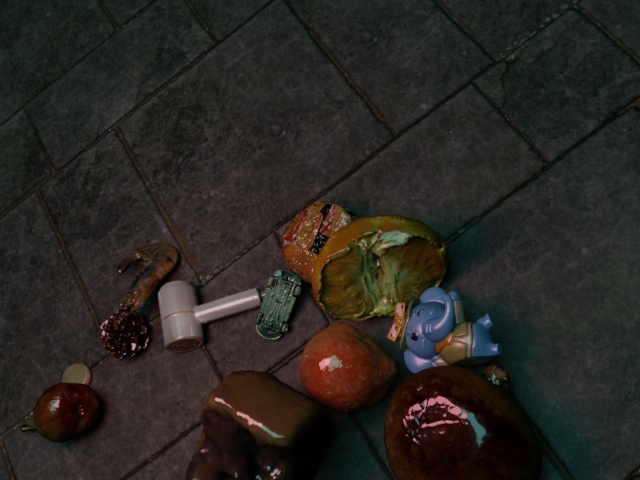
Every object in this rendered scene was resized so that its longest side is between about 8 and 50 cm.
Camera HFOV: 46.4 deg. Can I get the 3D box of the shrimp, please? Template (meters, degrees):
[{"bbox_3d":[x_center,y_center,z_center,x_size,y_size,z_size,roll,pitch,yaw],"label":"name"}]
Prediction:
[{"bbox_3d":[-0.516,0.108,2.075,0.169,0.058,0.296,9,46,29],"label":"shrimp"}]

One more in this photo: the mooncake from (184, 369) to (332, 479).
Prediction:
[{"bbox_3d":[-0.162,0.496,1.652,0.246,0.393,0.394,28,71,26],"label":"mooncake"}]

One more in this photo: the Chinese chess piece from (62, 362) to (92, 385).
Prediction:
[{"bbox_3d":[-0.684,0.388,2.103,0.084,0.034,0.084,-7,67,17],"label":"Chinese chess piece"}]

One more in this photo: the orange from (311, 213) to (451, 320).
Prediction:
[{"bbox_3d":[0.140,0.051,1.771,0.334,0.263,0.196,-13,56,10],"label":"orange"}]

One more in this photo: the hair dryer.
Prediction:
[{"bbox_3d":[-0.256,0.168,1.995,0.357,0.107,0.173,-16,66,6],"label":"hair dryer"}]

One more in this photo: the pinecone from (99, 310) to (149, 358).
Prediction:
[{"bbox_3d":[-0.538,0.255,2.046,0.140,0.121,0.140,-4,73,12],"label":"pinecone"}]

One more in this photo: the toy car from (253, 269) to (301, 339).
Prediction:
[{"bbox_3d":[-0.112,0.164,1.926,0.093,0.058,0.186,19,101,-3],"label":"toy car"}]

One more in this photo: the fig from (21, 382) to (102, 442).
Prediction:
[{"bbox_3d":[-0.723,0.482,2.028,0.274,0.170,0.146,-28,66,31],"label":"fig"}]

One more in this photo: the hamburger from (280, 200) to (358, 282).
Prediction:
[{"bbox_3d":[0.000,0.000,1.940,0.230,0.107,0.231,-5,77,20],"label":"hamburger"}]

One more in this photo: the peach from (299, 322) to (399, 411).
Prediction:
[{"bbox_3d":[0.072,0.295,1.735,0.232,0.232,0.233,-7,68,19],"label":"peach"}]

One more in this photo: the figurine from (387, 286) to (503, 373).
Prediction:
[{"bbox_3d":[0.283,0.200,1.696,0.261,0.153,0.180,-9,96,35],"label":"figurine"}]

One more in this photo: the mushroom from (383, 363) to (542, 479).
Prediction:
[{"bbox_3d":[0.290,0.434,1.603,0.345,0.239,0.345,-26,53,41],"label":"mushroom"}]
